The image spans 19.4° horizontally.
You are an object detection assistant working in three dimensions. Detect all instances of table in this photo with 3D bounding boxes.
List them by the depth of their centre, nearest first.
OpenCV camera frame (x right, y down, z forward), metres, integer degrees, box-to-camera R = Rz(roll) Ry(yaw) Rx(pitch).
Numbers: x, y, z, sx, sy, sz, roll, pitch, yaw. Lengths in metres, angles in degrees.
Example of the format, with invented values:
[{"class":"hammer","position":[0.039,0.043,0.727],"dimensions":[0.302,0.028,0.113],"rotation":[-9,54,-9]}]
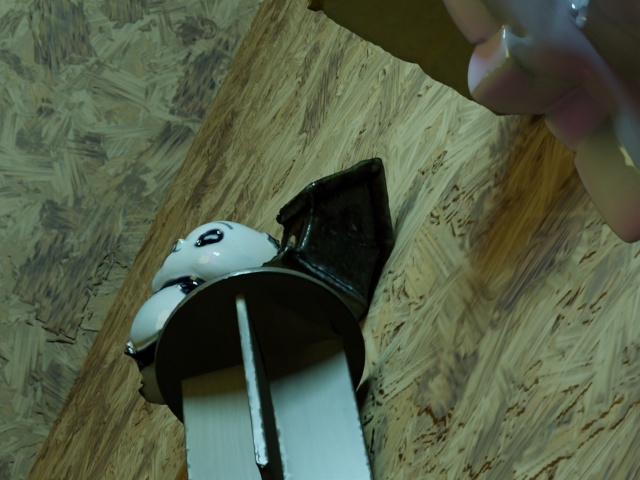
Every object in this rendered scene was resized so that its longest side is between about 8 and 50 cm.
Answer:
[{"class":"table","position":[-0.035,0.148,1.373],"dimensions":[0.167,0.167,0.227],"rotation":[-57,22,23]}]

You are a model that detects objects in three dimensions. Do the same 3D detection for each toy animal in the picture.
[{"class":"toy animal","position":[-0.117,0.067,1.887],"dimensions":[0.166,0.138,0.179],"rotation":[-18,48,50]}]

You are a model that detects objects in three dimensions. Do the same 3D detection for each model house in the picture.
[{"class":"model house","position":[-0.003,0.002,1.631],"dimensions":[0.165,0.106,0.152],"rotation":[-33,33,58]}]

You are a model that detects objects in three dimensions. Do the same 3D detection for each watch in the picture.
[{"class":"watch","position":[0.200,-0.158,0.988],"dimensions":[0.217,0.211,0.248],"rotation":[-44,11,30]}]

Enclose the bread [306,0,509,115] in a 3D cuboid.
[{"class":"bread","position":[0.157,-0.286,1.375],"dimensions":[0.279,0.207,0.279],"rotation":[-46,18,47]}]
